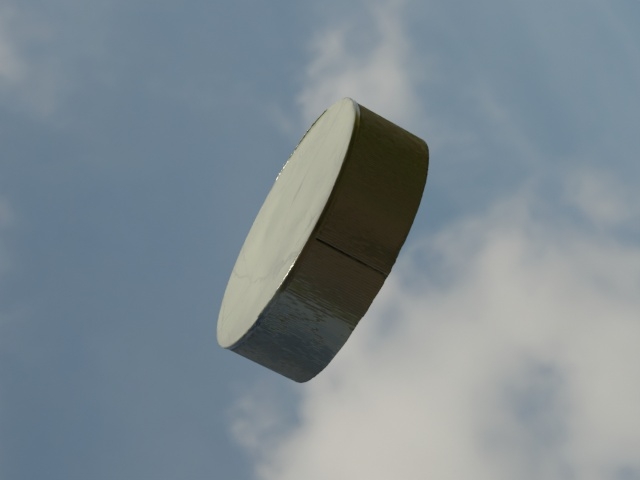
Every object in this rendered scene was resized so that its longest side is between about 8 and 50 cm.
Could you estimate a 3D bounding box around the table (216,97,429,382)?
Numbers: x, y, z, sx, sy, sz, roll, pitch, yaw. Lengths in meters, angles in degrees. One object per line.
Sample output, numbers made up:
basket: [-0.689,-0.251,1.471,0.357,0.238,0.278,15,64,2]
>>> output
table: [0.000,0.000,0.928,0.043,0.133,0.133,27,-134,-13]
